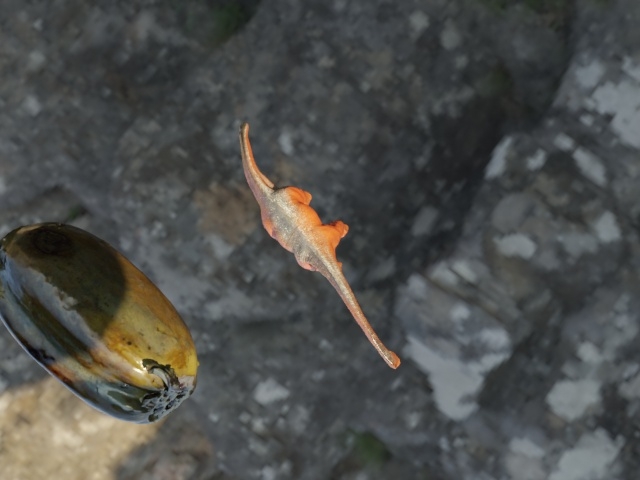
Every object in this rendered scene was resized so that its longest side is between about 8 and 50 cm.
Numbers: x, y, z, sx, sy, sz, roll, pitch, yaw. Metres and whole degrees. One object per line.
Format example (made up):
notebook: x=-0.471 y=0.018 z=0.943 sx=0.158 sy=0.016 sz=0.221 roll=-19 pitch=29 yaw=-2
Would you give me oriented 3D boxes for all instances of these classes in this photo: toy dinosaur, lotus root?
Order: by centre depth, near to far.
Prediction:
toy dinosaur: x=-0.004 y=0.005 z=1.219 sx=0.279 sy=0.055 sz=0.101 roll=48 pitch=-168 yaw=20
lotus root: x=-0.216 y=0.076 z=1.294 sx=0.241 sy=0.124 sz=0.123 roll=43 pitch=-156 yaw=14
